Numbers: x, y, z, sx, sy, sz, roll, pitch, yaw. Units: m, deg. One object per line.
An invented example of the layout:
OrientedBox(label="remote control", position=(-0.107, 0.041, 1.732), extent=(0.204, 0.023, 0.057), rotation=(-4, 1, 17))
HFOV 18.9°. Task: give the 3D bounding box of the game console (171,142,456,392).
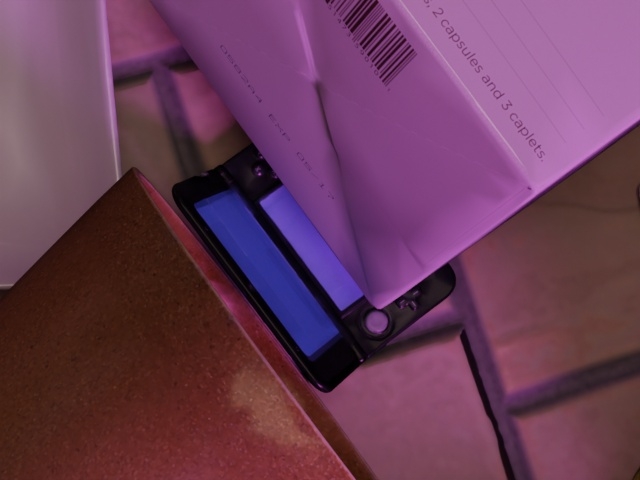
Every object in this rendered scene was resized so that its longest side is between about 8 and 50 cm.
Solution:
OrientedBox(label="game console", position=(0.000, 0.000, 0.935), extent=(0.107, 0.071, 0.122), rotation=(-36, 89, -14))

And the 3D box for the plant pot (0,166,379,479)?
OrientedBox(label="plant pot", position=(-0.110, 0.136, 0.825), extent=(0.254, 0.237, 0.237), rotation=(-36, 88, -2))

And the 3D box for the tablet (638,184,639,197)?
OrientedBox(label="tablet", position=(0.211, -0.009, 1.010), extent=(0.083, 0.006, 0.054), rotation=(-7, 81, -11))

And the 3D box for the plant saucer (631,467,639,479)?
OrientedBox(label="plant saucer", position=(0.253, 0.151, 0.969), extent=(0.188, 0.045, 0.188), rotation=(35, 75, -3))

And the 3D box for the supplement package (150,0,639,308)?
OrientedBox(label="supplement package", position=(0.095, -0.138, 0.895), extent=(0.263, 0.198, 0.199), rotation=(-35, 87, -24))

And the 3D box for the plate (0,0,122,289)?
OrientedBox(label="plate", position=(-0.240, -0.104, 0.922), extent=(0.278, 0.045, 0.277), rotation=(-3, 80, -11))
